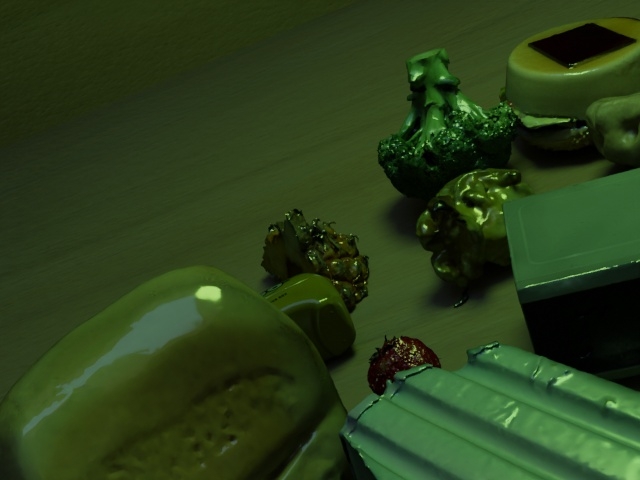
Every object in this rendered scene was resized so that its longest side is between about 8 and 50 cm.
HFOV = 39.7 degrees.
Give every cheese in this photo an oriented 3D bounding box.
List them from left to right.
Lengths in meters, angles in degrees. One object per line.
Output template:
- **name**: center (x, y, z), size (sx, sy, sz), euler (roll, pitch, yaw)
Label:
- **cheese**: center (0.523, -0.174, 1.346), size (0.235, 0.117, 0.218), euler (-3, 10, 32)

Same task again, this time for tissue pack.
- **tissue pack**: center (-0.049, 0.129, 1.298), size (0.178, 0.123, 0.127), euler (-30, 28, -10)

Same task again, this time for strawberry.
- **strawberry**: center (0.110, 0.178, 1.139), size (0.106, 0.106, 0.106), euler (-18, 29, 10)

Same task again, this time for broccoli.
- **broccoli**: center (0.217, -0.189, 1.500), size (0.270, 0.270, 0.270), euler (-16, 7, 2)

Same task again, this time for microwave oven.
- **microwave oven**: center (0.391, 0.039, 1.067), size (0.295, 0.181, 0.237), euler (-15, 27, 15)

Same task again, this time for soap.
- **soap**: center (0.220, 0.258, 0.844), size (0.261, 0.156, 0.446), euler (-39, 32, -26)

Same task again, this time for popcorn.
- **popcorn**: center (0.242, -0.020, 1.332), size (0.168, 0.173, 0.195), euler (14, 32, 18)

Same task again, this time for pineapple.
- **pineapple**: center (-0.003, -0.001, 1.460), size (0.140, 0.164, 0.250), euler (-27, 24, -24)

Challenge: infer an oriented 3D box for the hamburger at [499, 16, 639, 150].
- **hamburger**: center (0.467, -0.276, 1.568), size (0.302, 0.170, 0.302), euler (-15, 29, 8)

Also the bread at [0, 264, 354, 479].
- **bread**: center (-0.181, 0.241, 1.018), size (0.376, 0.348, 0.253), euler (-41, 9, -26)
